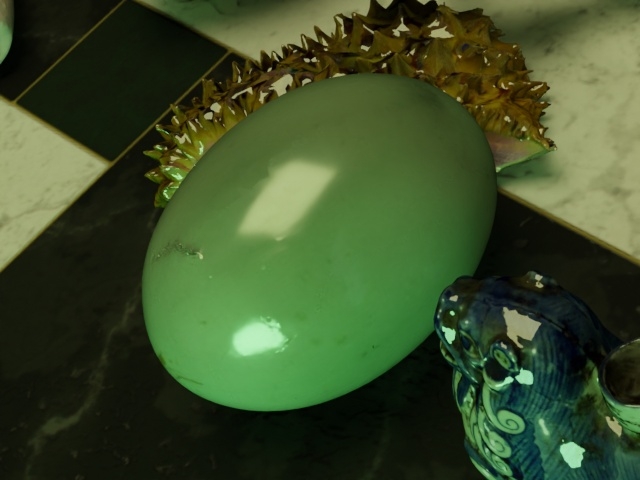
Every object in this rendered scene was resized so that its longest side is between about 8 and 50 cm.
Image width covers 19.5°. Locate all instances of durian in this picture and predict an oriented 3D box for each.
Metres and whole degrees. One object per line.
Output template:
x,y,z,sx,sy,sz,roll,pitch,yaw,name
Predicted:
0.016,-0.122,1.470,0.341,0.112,0.191,-8,50,17,durian

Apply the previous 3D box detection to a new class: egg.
0.000,0.000,1.311,0.282,0.203,0.203,-38,47,-13,egg

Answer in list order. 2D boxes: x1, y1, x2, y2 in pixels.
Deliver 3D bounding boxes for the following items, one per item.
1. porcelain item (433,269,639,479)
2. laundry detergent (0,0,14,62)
0.204,0.113,1.142,0.288,0.186,0.138,23,62,35,porcelain item
-0.380,-0.271,1.788,0.159,0.088,0.335,-24,45,4,laundry detergent
